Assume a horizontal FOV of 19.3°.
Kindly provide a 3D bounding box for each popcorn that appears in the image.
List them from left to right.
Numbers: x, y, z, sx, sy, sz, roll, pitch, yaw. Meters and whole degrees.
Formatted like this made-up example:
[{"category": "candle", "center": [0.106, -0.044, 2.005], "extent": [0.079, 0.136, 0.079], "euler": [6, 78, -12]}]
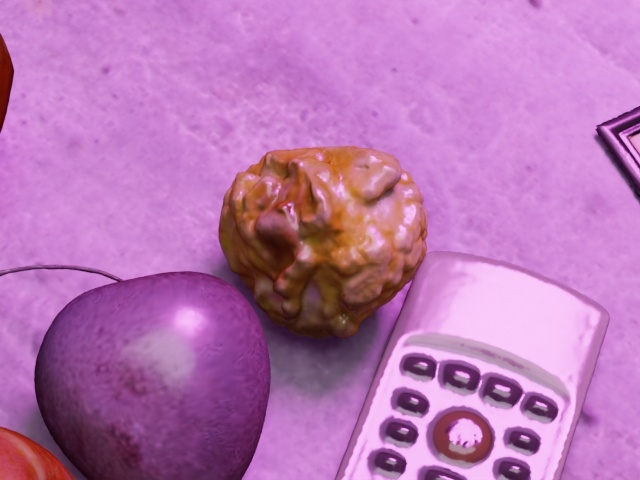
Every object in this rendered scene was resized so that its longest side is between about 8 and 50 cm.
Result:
[{"category": "popcorn", "center": [0.000, 0.000, 1.069], "extent": [0.120, 0.116, 0.106], "euler": [13, 79, 2]}]

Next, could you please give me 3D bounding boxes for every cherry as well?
[{"category": "cherry", "center": [-0.118, 0.089, 1.021], "extent": [0.188, 0.115, 0.148], "euler": [-12, 102, -3]}]

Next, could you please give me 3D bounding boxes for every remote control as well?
[{"category": "remote control", "center": [0.070, 0.134, 1.043], "extent": [0.123, 0.038, 0.285], "euler": [21, 61, 7]}]

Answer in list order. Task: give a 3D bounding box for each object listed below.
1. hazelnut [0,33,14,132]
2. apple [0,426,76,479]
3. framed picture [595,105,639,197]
[{"category": "hazelnut", "center": [-0.278, -0.071, 1.056], "extent": [0.208, 0.208, 0.208], "euler": [2, 61, -4]}, {"category": "apple", "center": [-0.183, 0.188, 0.905], "extent": [0.196, 0.196, 0.196], "euler": [2, 61, -4]}, {"category": "framed picture", "center": [0.301, -0.034, 1.173], "extent": [0.195, 0.010, 0.199], "euler": [-24, 66, -17]}]
